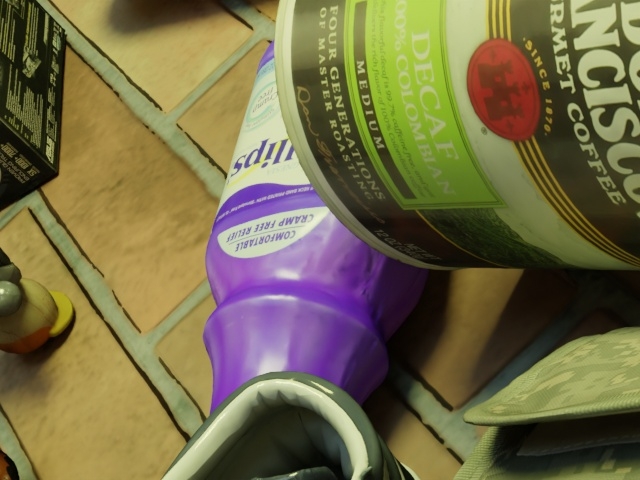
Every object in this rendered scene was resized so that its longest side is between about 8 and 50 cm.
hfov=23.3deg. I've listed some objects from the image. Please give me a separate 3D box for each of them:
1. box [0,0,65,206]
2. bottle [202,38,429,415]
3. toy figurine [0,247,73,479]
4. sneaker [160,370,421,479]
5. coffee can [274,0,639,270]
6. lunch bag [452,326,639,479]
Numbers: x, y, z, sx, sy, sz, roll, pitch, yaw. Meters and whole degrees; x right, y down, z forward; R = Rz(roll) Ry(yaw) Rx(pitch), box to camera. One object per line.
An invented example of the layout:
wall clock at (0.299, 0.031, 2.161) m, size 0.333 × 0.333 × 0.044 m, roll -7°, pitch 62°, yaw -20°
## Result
box at (-0.264, -0.132, 1.133) m, size 0.077 × 0.147 × 0.180 m, roll -28°, pitch 40°, yaw 18°
bottle at (0.000, 0.000, 0.810) m, size 0.118 × 0.092 × 0.283 m, roll -13°, pitch 46°, yaw 32°
toy figurine at (-0.267, 0.092, 0.932) m, size 0.209 × 0.148 × 0.213 m, roll -20°, pitch 40°, yaw 19°
sneaker at (-0.001, 0.182, 0.560) m, size 0.099 × 0.153 × 0.282 m, roll -13°, pitch 52°, yaw 14°
coffee can at (0.137, -0.085, 0.640) m, size 0.275 × 0.201 × 0.202 m, roll -1°, pitch 53°, yaw 56°
lunch bag at (0.156, 0.121, 0.497) m, size 0.235 × 0.169 × 0.287 m, roll -11°, pitch 40°, yaw 39°
